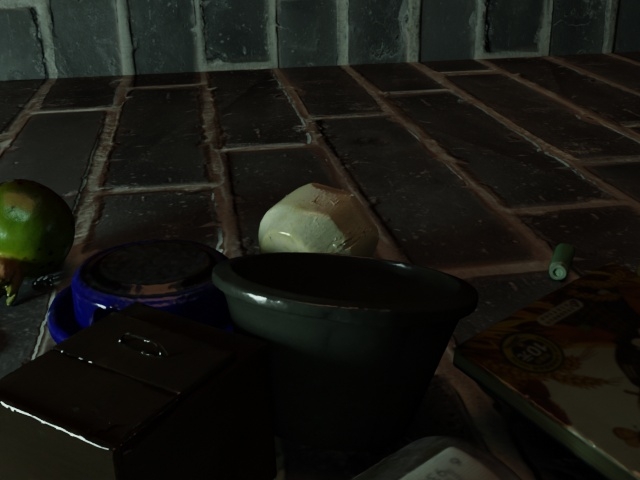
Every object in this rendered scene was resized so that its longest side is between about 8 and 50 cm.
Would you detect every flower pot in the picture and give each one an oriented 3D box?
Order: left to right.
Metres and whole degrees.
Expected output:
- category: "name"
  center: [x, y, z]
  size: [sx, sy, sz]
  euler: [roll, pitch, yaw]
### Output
- category: "flower pot"
  center: [0.021, 0.110, 0.803]
  size: [0.269, 0.166, 0.269]
  euler: [3, 9, 0]

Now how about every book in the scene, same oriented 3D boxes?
- category: "book"
  center: [0.379, 0.172, 0.748]
  size: [0.300, 0.039, 0.428]
  euler: [-20, 40, -37]

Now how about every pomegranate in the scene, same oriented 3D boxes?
- category: "pomegranate"
  center: [-0.450, 0.002, 1.154]
  size: [0.159, 0.159, 0.205]
  euler: [0, 48, 3]

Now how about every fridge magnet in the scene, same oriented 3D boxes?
- category: "fridge magnet"
  center: [-0.209, 0.076, 0.992]
  size: [0.265, 0.112, 0.265]
  euler: [1, 22, 0]

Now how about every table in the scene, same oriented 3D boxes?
- category: "table"
  center: [-0.163, 0.170, 0.692]
  size: [0.169, 0.172, 0.193]
  euler: [13, 27, 30]

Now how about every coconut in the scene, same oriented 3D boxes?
- category: "coconut"
  center: [0.002, 0.000, 1.116]
  size: [0.161, 0.161, 0.162]
  euler: [14, 36, 31]

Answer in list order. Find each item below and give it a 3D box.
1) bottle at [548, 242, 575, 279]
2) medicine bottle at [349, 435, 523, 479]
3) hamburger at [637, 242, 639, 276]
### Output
- category: "bottle"
  center: [0.364, 0.032, 1.182]
  size: [0.030, 0.030, 0.083]
  euler: [9, 26, 22]
- category: "medicine bottle"
  center: [0.020, 0.254, 0.504]
  size: [0.273, 0.165, 0.165]
  euler: [-21, 30, -36]
- category: "hamburger"
  center: [0.559, 0.037, 1.028]
  size: [0.259, 0.144, 0.283]
  euler: [13, 31, 39]
